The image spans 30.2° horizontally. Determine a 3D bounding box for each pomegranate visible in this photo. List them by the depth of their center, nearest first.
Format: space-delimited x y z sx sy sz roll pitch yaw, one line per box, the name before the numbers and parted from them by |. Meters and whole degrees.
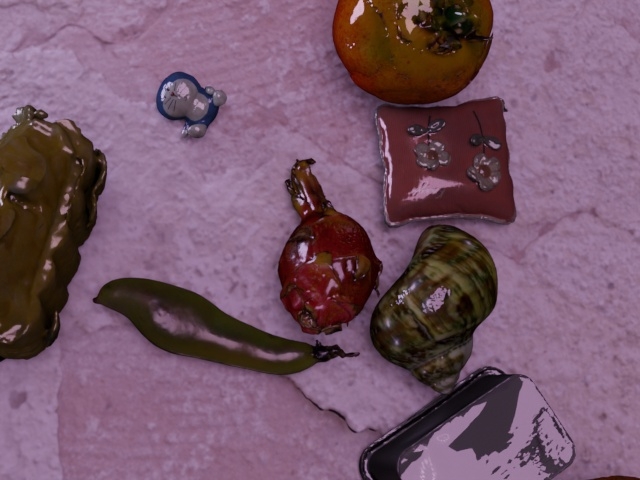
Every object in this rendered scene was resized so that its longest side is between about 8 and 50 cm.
pomegranate | 0.119 -0.272 1.479 0.210 0.235 0.210 -1 93 -21

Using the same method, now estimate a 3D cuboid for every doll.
doll | -0.169 -0.172 1.504 0.083 0.050 0.076 31 93 -3

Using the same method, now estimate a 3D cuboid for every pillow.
pillow | 0.162 -0.103 1.528 0.179 0.075 0.171 -3 77 -9

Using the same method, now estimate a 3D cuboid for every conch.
conch | 0.150 0.086 1.453 0.187 0.124 0.181 -9 118 -41

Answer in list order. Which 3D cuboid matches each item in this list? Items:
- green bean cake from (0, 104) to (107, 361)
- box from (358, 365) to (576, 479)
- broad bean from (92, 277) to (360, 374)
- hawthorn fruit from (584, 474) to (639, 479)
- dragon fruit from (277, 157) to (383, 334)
green bean cake | -0.419 -0.032 1.355 0.310 0.202 0.285 15 74 -6
box | 0.182 0.262 1.420 0.243 0.135 0.163 -31 84 -15
broad bean | -0.119 0.113 1.446 0.325 0.067 0.075 17 106 -7
hawthorn fruit | 0.347 0.393 1.327 0.277 0.298 0.277 2 60 -3
dragon fruit | 0.000 0.000 1.466 0.125 0.125 0.246 9 52 -38
